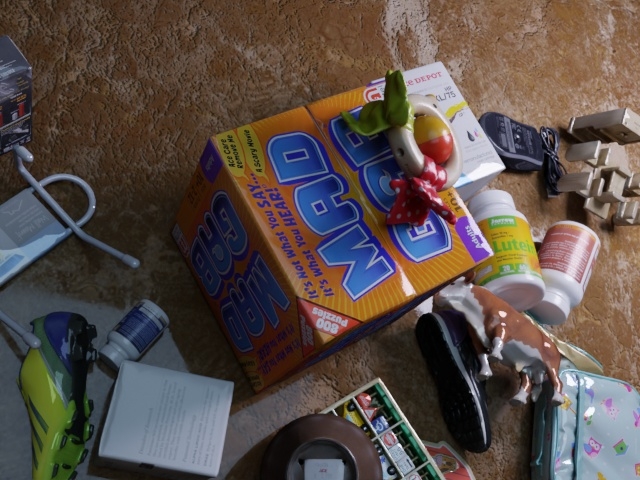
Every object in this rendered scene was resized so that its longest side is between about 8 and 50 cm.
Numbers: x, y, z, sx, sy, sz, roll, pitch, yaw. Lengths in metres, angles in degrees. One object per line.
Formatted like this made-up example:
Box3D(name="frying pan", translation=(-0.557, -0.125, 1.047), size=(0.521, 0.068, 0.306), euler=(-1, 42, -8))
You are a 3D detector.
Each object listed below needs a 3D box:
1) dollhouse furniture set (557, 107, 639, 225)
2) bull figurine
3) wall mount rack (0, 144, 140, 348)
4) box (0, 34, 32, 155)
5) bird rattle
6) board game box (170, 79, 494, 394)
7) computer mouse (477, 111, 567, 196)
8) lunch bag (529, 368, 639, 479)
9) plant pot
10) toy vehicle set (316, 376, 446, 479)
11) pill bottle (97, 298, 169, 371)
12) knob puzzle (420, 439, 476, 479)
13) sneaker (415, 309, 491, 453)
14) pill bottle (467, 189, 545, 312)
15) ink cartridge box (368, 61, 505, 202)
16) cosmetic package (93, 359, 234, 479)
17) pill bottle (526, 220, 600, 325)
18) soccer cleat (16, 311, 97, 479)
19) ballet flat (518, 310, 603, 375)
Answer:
Box3D(name="dollhouse furniture set", translation=(0.666, -0.176, 1.754), size=(0.212, 0.161, 0.242), euler=(24, 78, -27))
Box3D(name="bull figurine", translation=(0.351, 0.193, 1.408), size=(0.310, 0.101, 0.189), euler=(31, 44, -20))
Box3D(name="wall mount rack", translation=(-0.490, 0.017, 1.225), size=(0.304, 0.130, 0.350), euler=(46, 61, 2))
Box3D(name="box", translation=(-0.625, -0.181, 1.195), size=(0.307, 0.242, 0.077), euler=(-36, 84, -29))
Box3D(name="bird rattle", translation=(0.162, -0.145, 1.144), size=(0.206, 0.143, 0.254), euler=(-26, 81, -47))
Box3D(name="board game box", translation=(0.000, 0.000, 1.289), size=(0.356, 0.356, 0.357), euler=(-23, 77, -29))
Box3D(name="computer mouse", translation=(0.458, -0.212, 1.730), size=(0.272, 0.072, 0.189), euler=(17, 60, -27))
Box3D(name="lunch bag", translation=(0.529, 0.406, 1.461), size=(0.223, 0.108, 0.279), euler=(17, 63, -14))
Box3D(name="plant pot", translation=(0.003, 0.376, 1.167), size=(0.215, 0.230, 0.216), euler=(0, 72, -1))
Box3D(name="toy vehicle set", translation=(0.109, 0.401, 1.321), size=(0.165, 0.035, 0.267), euler=(-27, 73, -24))
Box3D(name="pill bottle", translation=(-0.322, 0.164, 1.261), size=(0.067, 0.067, 0.120), euler=(41, 60, -1))
Box3D(name="knob puzzle", translation=(0.221, 0.467, 1.361), size=(0.213, 0.030, 0.213), euler=(8, 65, -18))
Box3D(name="sneaker", translation=(0.297, 0.266, 1.439), size=(0.124, 0.107, 0.284), euler=(-6, 70, -30))
Box3D(name="pill bottle", translation=(0.379, 0.019, 1.544), size=(0.136, 0.136, 0.246), euler=(9, 53, -17))
Box3D(name="ink cartridge box", translation=(0.203, -0.194, 1.543), size=(0.198, 0.197, 0.270), euler=(-22, 77, -28))
Box3D(name="cosmetic package", translation=(-0.254, 0.296, 1.182), size=(0.183, 0.151, 0.152), euler=(14, 64, -14))
Box3D(name="pill bottle", translation=(0.519, 0.072, 1.594), size=(0.121, 0.121, 0.216), euler=(35, 60, -4))
Box3D(name="soccer cleat", translation=(-0.435, 0.258, 1.183), size=(0.121, 0.093, 0.289), euler=(-3, 71, 10))
Box3D(name="ballet flat", translation=(0.480, 0.234, 1.542), size=(0.232, 0.080, 0.073), euler=(36, 69, 7))
